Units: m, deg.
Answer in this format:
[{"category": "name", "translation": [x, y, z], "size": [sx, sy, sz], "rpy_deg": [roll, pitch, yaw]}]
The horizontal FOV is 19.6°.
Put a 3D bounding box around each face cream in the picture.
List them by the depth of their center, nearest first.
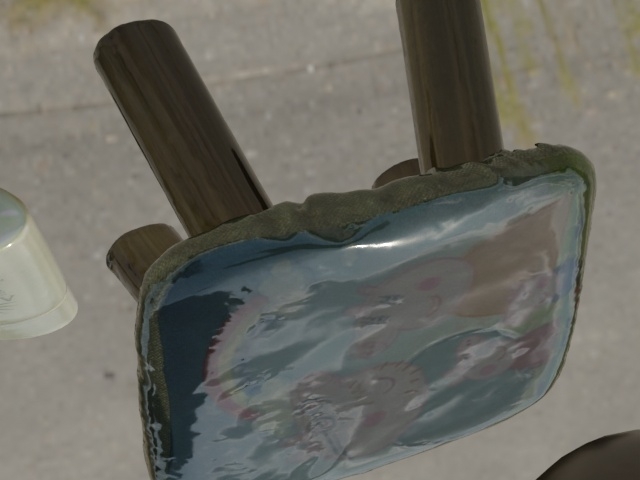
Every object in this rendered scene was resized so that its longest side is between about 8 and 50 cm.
[{"category": "face cream", "translation": [-0.332, 0.024, 1.732], "size": [0.174, 0.081, 0.348], "rpy_deg": [2, 165, -1]}]

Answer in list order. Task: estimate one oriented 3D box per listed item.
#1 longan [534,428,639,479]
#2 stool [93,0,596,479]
[{"category": "longan", "translation": [0.151, 0.179, 0.793], "size": [0.198, 0.198, 0.212], "rpy_deg": [-19, -174, 20]}, {"category": "stool", "translation": [0.000, 0.000, 1.252], "size": [0.310, 0.226, 0.310], "rpy_deg": [-15, 144, -15]}]
